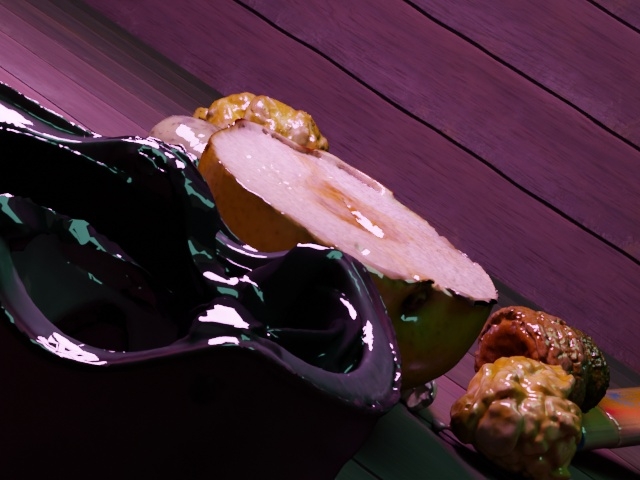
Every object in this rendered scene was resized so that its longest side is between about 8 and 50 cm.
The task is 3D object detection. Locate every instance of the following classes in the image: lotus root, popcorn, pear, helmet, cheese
[{"bbox_3d":[-0.141,-0.069,1.356,0.173,0.173,0.309,36,3,15],"label":"lotus root"},{"bbox_3d":[0.246,0.212,1.235,0.163,0.140,0.194,31,9,22],"label":"popcorn"},{"bbox_3d":[-0.006,0.037,1.102,0.340,0.191,0.386,22,15,-28],"label":"pear"},{"bbox_3d":[-0.133,0.054,0.562,0.338,0.197,0.271,27,16,5],"label":"helmet"},{"bbox_3d":[0.092,0.144,1.321,0.127,0.049,0.235,32,10,2],"label":"cheese"}]

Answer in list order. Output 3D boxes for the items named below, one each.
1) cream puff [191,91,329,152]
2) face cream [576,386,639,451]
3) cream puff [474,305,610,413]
[{"bbox_3d":[-0.102,-0.135,1.661,0.244,0.244,0.196,20,51,-54],"label":"cream puff"},{"bbox_3d":[0.457,0.272,1.583,0.285,0.067,0.139,0,15,-32],"label":"face cream"},{"bbox_3d":[0.331,0.179,1.462,0.169,0.183,0.183,-1,26,-28],"label":"cream puff"}]
